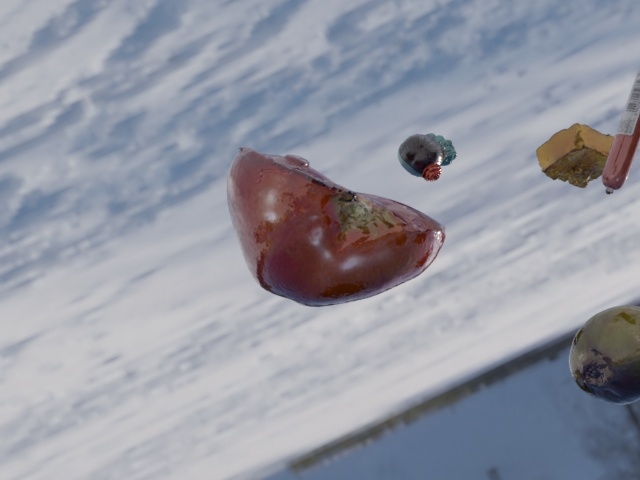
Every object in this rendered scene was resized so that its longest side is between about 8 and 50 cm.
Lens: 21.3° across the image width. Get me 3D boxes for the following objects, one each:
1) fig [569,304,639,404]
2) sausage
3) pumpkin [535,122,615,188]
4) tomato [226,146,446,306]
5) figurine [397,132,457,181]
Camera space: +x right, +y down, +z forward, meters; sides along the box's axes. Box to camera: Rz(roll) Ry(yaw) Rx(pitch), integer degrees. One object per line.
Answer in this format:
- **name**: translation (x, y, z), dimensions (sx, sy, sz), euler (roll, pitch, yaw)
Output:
- **fig**: translation (0.249, 0.086, 1.354), dimensions (0.098, 0.082, 0.084), euler (-29, 137, -35)
- **sausage**: translation (0.350, -0.150, 1.860), dimensions (0.029, 0.029, 0.223), euler (117, -5, -76)
- **pumpkin**: translation (0.306, -0.104, 1.998), dimensions (0.074, 0.054, 0.083), euler (21, 147, -27)
- **tomato**: translation (0.000, 0.000, 1.737), dimensions (0.140, 0.233, 0.200), euler (-66, -167, 3)
- **figurine**: translation (0.125, -0.095, 1.933), dimensions (0.047, 0.060, 0.106), euler (-47, 171, 22)
